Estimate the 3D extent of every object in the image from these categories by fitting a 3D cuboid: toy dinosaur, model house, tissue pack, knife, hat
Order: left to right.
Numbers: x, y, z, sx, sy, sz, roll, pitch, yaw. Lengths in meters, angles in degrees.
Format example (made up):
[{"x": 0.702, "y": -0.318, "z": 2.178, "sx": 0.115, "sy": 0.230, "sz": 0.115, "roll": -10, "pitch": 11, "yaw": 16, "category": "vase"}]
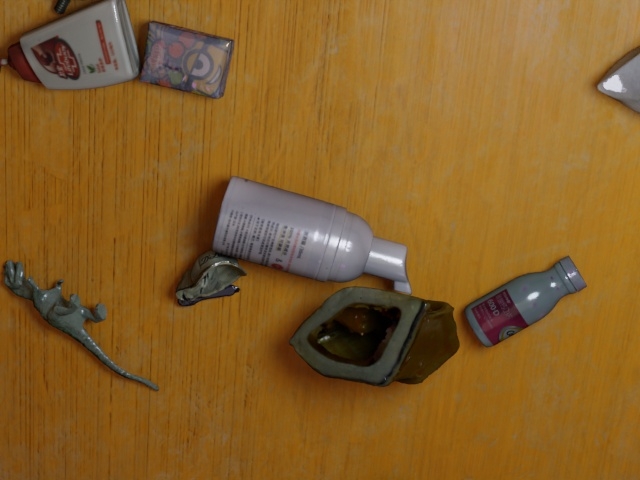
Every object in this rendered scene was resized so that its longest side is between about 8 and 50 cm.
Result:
[{"x": -0.444, "y": 0.157, "z": 1.958, "sx": 0.383, "sy": 0.076, "sz": 0.129, "roll": 43, "pitch": 138, "yaw": -4, "category": "toy dinosaur"}, {"x": -0.234, "y": -0.316, "z": 1.806, "sx": 0.148, "sy": 0.060, "sz": 0.108, "roll": 14, "pitch": 107, "yaw": -2, "category": "tissue pack"}, {"x": -0.206, "y": 0.057, "z": 1.885, "sx": 0.122, "sy": 0.166, "sz": 0.081, "roll": -14, "pitch": 85, "yaw": -16, "category": "hat"}, {"x": -0.213, "y": 0.103, "z": 1.965, "sx": 0.121, "sy": 0.018, "sz": 0.031, "roll": -8, "pitch": 100, "yaw": 6, "category": "knife"}, {"x": 0.117, "y": 0.167, "z": 1.869, "sx": 0.268, "sy": 0.239, "sz": 0.173, "roll": 10, "pitch": 94, "yaw": 35, "category": "model house"}]

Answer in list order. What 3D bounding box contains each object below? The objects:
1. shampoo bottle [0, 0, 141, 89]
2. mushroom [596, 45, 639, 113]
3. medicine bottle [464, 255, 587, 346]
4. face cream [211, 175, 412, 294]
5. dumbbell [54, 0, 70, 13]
[{"x": -0.464, "y": -0.333, "z": 1.805, "sx": 0.284, "sy": 0.071, "sz": 0.153, "roll": -7, "pitch": 117, "yaw": 11, "category": "shampoo bottle"}, {"x": 0.660, "y": -0.176, "z": 1.765, "sx": 0.177, "sy": 0.126, "sz": 0.397, "roll": -36, "pitch": 103, "yaw": 24, "category": "mushroom"}, {"x": 0.377, "y": 0.109, "z": 1.891, "sx": 0.217, "sy": 0.090, "sz": 0.090, "roll": -31, "pitch": 104, "yaw": 13, "category": "medicine bottle"}, {"x": 0.000, "y": 0.000, "z": 1.854, "sx": 0.370, "sy": 0.145, "sz": 0.145, "roll": 15, "pitch": 108, "yaw": -3, "category": "face cream"}, {"x": -0.393, "y": -0.477, "z": 1.734, "sx": 0.082, "sy": 0.081, "sz": 0.254, "roll": 36, "pitch": 128, "yaw": -8, "category": "dumbbell"}]
